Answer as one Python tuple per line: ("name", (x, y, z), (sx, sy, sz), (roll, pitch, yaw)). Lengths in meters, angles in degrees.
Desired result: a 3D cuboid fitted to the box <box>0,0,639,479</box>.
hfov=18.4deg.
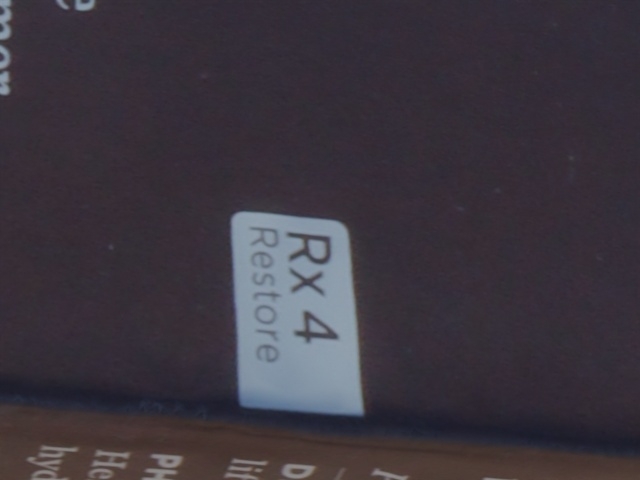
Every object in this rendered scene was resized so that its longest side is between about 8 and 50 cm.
("box", (0.000, 0.000, 0.445), (0.381, 0.143, 0.191), (6, 52, -16))
